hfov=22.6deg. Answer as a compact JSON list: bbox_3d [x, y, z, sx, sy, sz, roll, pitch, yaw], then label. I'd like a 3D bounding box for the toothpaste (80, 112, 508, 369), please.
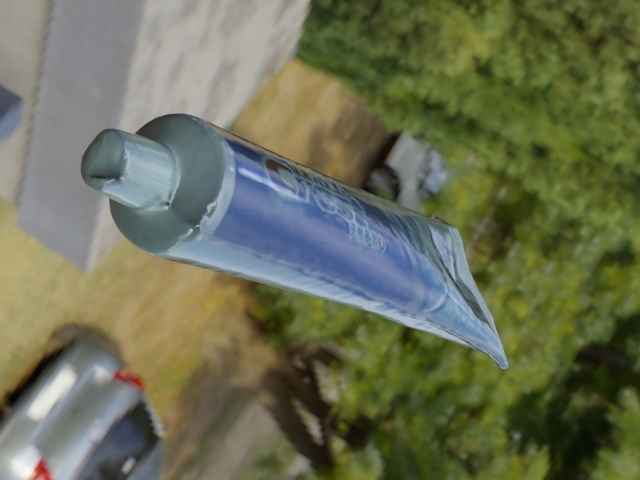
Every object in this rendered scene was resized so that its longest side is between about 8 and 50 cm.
[{"bbox_3d":[0.001,0.001,0.603,0.268,0.069,0.047,21,101,-57],"label":"toothpaste"}]
